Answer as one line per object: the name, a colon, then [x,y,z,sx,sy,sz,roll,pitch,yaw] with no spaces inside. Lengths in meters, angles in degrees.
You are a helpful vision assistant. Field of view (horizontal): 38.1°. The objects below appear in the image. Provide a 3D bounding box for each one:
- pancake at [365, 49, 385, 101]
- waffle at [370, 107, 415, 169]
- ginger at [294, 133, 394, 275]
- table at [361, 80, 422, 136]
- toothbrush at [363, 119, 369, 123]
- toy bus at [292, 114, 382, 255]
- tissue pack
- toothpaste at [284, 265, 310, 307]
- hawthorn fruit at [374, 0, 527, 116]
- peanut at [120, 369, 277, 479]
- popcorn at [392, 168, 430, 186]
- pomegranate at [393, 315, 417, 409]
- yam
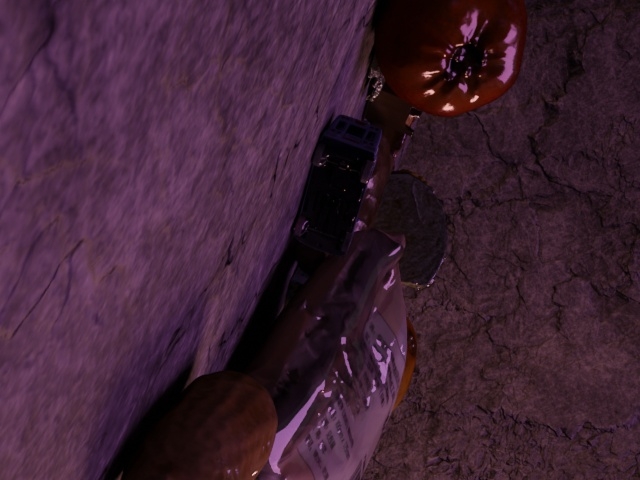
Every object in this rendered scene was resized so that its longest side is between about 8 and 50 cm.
pancake: [0.087,-0.250,1.266,0.129,0.023,0.116,101,9,-64]
waffle: [0.172,-0.306,1.635,0.348,0.078,0.304,-58,170,-64]
ginger: [0.050,-0.048,1.379,0.166,0.080,0.333,76,27,-48]
table: [0.120,-0.217,1.415,0.070,0.082,0.083,108,6,-45]
toothbrush: [0.054,-0.159,1.360,0.014,0.017,0.194,-63,179,16]
toy bus: [0.023,-0.062,1.107,0.076,0.073,0.167,-65,174,-48]
tissue pack: [-0.010,0.214,1.221,0.390,0.195,0.375,-53,163,-36]
toothpaste: [-0.033,0.092,1.417,0.164,0.034,0.046,105,12,-53]
hawthorn fruit: [0.152,-0.263,1.155,0.225,0.197,0.196,-103,-152,-57]
peanut: [-0.096,0.179,0.759,0.226,0.095,0.108,-46,154,-75]
popcorn: [0.137,-0.042,1.871,0.189,0.169,0.218,-56,-172,-34]
pomegranate: [0.044,0.215,1.629,0.260,0.260,0.260,22,90,-85]
yam: [0.124,-0.023,1.630,0.271,0.203,0.201,60,45,-83]
